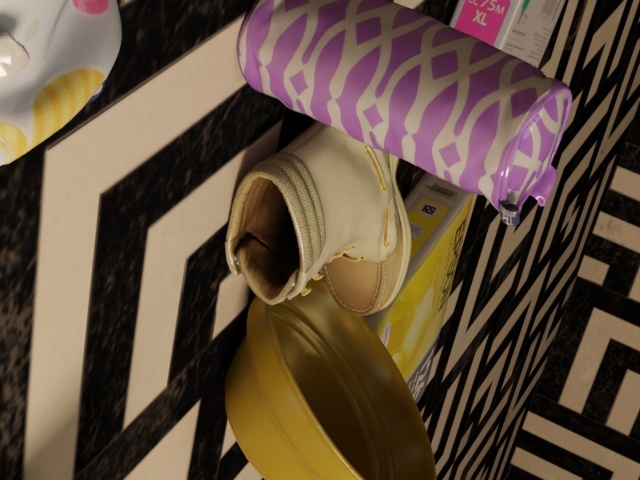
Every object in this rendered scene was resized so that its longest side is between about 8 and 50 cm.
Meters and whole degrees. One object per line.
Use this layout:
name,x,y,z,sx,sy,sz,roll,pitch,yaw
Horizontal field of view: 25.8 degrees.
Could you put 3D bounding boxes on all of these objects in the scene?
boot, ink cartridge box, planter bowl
boot,0.000,0.000,1.001,0.165,0.077,0.213,-50,148,-44
ink cartridge box,0.208,-0.296,1.263,0.311,0.065,0.186,-66,164,11
ink cartridge box,0.076,0.088,1.393,0.307,0.072,0.304,-48,156,-41
planter bowl,-0.009,0.127,1.057,0.090,0.217,0.217,-32,172,18

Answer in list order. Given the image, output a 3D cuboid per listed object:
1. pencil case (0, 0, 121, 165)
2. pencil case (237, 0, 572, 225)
pencil case,-0.121,-0.139,0.370,0.273,0.113,0.124,93,5,-50
pencil case,0.050,-0.089,0.821,0.086,0.206,0.088,-57,157,-8
